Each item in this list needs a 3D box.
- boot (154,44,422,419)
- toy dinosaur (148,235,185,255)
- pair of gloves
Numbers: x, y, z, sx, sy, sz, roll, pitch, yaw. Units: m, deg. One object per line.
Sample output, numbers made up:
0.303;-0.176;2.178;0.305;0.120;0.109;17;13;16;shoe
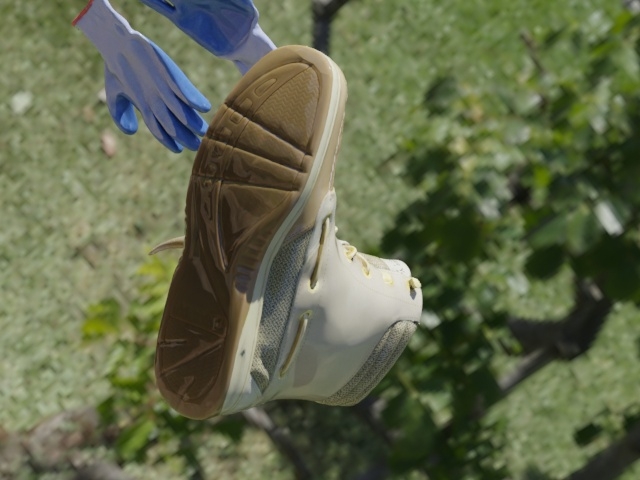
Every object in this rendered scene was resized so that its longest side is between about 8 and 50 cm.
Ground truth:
0.000;0.000;1.214;0.095;0.262;0.203;21;10;37;boot
-0.055;-0.008;1.518;0.183;0.093;0.053;7;9;-12;toy dinosaur
-0.124;-0.161;1.432;0.159;0.198;0.023;50;37;-5;pair of gloves
